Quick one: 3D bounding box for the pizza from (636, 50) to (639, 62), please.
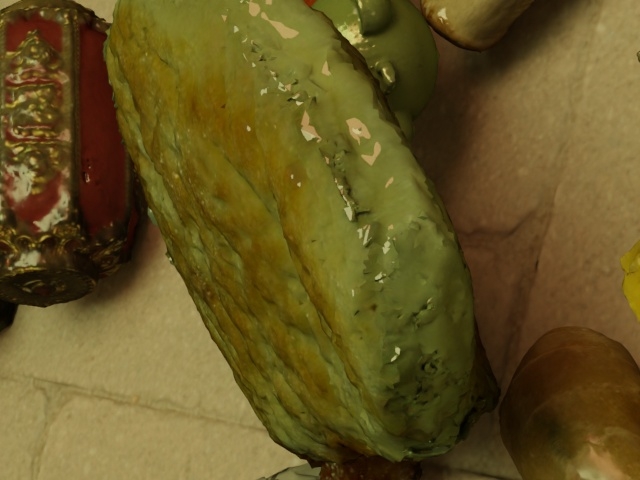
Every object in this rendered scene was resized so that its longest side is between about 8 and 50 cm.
[{"bbox_3d":[0.328,-0.184,1.340,0.223,0.089,0.323,-7,68,33],"label":"pizza"}]

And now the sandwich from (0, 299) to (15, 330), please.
[{"bbox_3d":[-0.371,-0.011,1.910,0.212,0.109,0.292,-47,46,28],"label":"sandwich"}]

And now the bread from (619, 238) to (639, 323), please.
[{"bbox_3d":[0.363,0.087,1.078,0.323,0.143,0.333,-23,62,10],"label":"bread"}]

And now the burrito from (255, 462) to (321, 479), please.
[{"bbox_3d":[-0.058,0.219,1.564,0.203,0.064,0.064,-26,58,35],"label":"burrito"}]

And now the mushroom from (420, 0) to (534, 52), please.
[{"bbox_3d":[0.188,-0.265,1.446,0.351,0.095,0.123,-47,23,42],"label":"mushroom"}]

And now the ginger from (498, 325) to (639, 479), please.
[{"bbox_3d":[0.271,0.161,1.243,0.363,0.122,0.348,-18,54,26],"label":"ginger"}]

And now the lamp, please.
[{"bbox_3d":[-0.244,-0.081,1.777,0.177,0.177,0.274,-21,59,36],"label":"lamp"}]

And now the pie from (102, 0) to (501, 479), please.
[{"bbox_3d":[-0.006,-0.018,1.356,0.180,0.418,0.395,-29,72,-12],"label":"pie"}]

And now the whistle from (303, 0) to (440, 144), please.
[{"bbox_3d":[0.019,-0.154,1.559,0.288,0.106,0.131,-128,25,-68],"label":"whistle"}]
